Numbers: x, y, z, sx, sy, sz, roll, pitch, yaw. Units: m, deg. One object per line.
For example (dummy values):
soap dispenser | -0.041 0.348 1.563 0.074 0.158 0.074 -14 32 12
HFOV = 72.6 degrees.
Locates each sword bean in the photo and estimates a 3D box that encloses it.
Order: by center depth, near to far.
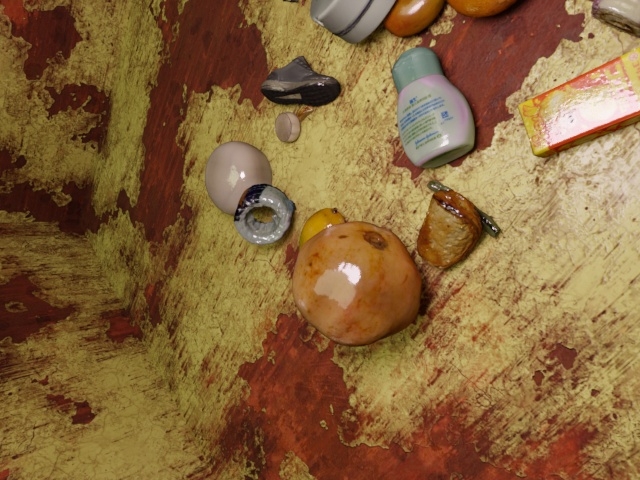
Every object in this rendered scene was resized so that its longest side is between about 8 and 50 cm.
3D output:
sword bean | 0.422 -0.104 1.294 0.043 0.038 0.269 -48 59 4

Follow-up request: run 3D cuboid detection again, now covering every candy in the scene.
candy | 0.642 -0.318 1.048 0.276 0.088 0.146 -24 76 41

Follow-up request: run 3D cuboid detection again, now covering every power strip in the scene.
power strip | 0.124 -0.816 1.353 0.357 0.161 0.357 -40 39 44

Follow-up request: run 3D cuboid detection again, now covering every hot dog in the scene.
hot dog | 0.374 -0.033 1.281 0.175 0.114 0.259 43 149 25
hot dog | -0.065 -0.500 1.703 0.090 0.034 0.030 -29 73 38

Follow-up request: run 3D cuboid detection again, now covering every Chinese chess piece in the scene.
Chinese chess piece | -0.132 -0.453 1.743 0.122 0.051 0.122 17 112 47

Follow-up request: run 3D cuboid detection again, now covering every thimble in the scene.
thimble | -0.219 -0.104 1.735 0.237 0.237 0.150 -59 15 27

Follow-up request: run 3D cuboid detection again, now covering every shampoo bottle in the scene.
shampoo bottle | 0.316 -0.403 1.292 0.222 0.151 0.349 -26 76 46

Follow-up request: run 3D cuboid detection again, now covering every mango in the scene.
mango | 0.288 -0.710 1.317 0.221 0.120 0.151 -14 82 40
mango | 0.000 0.000 1.630 0.176 0.119 0.317 53 133 23

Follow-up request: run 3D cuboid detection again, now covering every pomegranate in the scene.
pomegranate | 0.102 0.141 1.364 0.411 0.411 0.411 3 95 42

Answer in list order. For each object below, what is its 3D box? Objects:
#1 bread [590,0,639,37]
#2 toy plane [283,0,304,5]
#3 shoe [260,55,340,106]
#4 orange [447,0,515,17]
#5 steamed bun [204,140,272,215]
bread | 0.721 -0.613 0.893 0.155 0.187 0.338 41 119 24
toy plane | -0.104 -0.962 1.708 0.145 0.037 0.060 36 120 36
shoe | -0.062 -0.615 1.648 0.336 0.132 0.171 9 76 30
orange | 0.426 -0.709 1.119 0.246 0.246 0.246 3 95 42
steamed bun | -0.368 -0.266 1.876 0.324 0.206 0.324 2 93 42
